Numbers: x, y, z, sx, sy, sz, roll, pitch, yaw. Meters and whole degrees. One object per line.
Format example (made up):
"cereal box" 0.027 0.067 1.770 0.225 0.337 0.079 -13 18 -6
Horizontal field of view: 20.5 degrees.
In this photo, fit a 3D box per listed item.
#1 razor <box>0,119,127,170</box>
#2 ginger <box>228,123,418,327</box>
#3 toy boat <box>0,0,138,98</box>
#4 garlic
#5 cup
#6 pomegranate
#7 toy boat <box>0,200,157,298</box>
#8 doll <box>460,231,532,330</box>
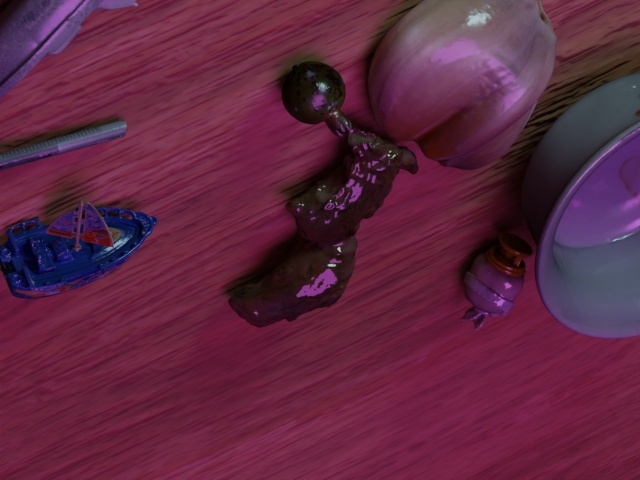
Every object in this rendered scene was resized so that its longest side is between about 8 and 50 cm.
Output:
"razor" -0.299 -0.091 1.814 0.211 0.036 0.084 -13 135 -17
"ginger" 0.001 -0.002 2.014 0.122 0.084 0.290 13 122 -43
"toy boat" -0.245 -0.220 1.700 0.260 0.078 0.085 -44 119 10
"garlic" 0.165 -0.180 1.933 0.217 0.110 0.228 21 116 -35
"cup" 0.377 -0.064 2.103 0.347 0.163 0.347 -14 132 -17
"pomegranate" -0.002 -0.151 1.882 0.073 0.084 0.073 -24 142 -20
"toy boat" -0.253 -0.005 1.873 0.175 0.091 0.110 -16 150 -21
"doll" 0.218 0.052 2.191 0.084 0.073 0.127 -21 143 -58
